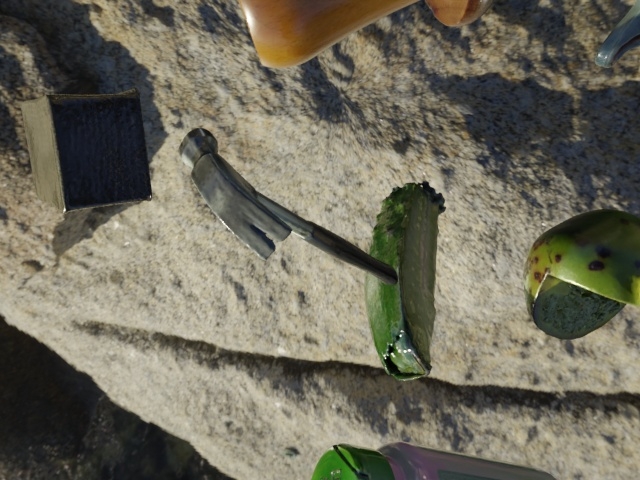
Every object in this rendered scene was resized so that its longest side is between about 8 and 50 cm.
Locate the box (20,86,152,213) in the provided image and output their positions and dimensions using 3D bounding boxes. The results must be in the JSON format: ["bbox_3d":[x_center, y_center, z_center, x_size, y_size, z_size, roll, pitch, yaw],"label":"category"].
[{"bbox_3d":[-0.401,-0.156,0.949,0.143,0.273,0.184,-11,104,-33],"label":"box"}]

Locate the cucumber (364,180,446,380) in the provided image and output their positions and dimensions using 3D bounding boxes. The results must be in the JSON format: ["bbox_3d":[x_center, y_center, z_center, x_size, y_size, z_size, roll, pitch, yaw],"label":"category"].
[{"bbox_3d":[0.113,0.057,0.840,0.105,0.325,0.145,33,133,-21],"label":"cucumber"}]

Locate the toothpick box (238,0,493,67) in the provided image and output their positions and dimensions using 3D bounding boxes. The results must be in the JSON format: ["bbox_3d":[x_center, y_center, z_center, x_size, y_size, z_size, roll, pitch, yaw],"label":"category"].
[{"bbox_3d":[0.053,-0.297,0.596,0.294,0.192,0.192,-20,103,1],"label":"toothpick box"}]

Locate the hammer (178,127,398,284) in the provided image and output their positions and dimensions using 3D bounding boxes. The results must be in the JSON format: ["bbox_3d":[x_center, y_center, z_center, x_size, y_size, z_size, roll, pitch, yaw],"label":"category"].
[{"bbox_3d":[0.000,0.000,0.443,0.029,0.103,0.246,-47,139,13],"label":"hammer"}]

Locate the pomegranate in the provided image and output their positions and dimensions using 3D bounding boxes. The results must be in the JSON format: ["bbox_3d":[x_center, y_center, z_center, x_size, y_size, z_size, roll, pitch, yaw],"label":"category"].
[{"bbox_3d":[0.283,0.028,0.547,0.143,0.169,0.122,16,67,-12],"label":"pomegranate"}]

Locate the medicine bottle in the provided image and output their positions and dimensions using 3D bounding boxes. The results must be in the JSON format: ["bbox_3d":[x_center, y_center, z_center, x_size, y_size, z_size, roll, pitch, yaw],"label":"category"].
[{"bbox_3d":[0.126,0.284,0.576,0.274,0.133,0.133,20,105,-24],"label":"medicine bottle"}]

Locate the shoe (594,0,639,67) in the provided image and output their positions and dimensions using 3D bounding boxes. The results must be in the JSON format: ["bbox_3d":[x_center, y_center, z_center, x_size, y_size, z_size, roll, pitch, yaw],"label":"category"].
[{"bbox_3d":[0.551,-0.364,0.939,0.078,0.079,0.195,44,96,19],"label":"shoe"}]
